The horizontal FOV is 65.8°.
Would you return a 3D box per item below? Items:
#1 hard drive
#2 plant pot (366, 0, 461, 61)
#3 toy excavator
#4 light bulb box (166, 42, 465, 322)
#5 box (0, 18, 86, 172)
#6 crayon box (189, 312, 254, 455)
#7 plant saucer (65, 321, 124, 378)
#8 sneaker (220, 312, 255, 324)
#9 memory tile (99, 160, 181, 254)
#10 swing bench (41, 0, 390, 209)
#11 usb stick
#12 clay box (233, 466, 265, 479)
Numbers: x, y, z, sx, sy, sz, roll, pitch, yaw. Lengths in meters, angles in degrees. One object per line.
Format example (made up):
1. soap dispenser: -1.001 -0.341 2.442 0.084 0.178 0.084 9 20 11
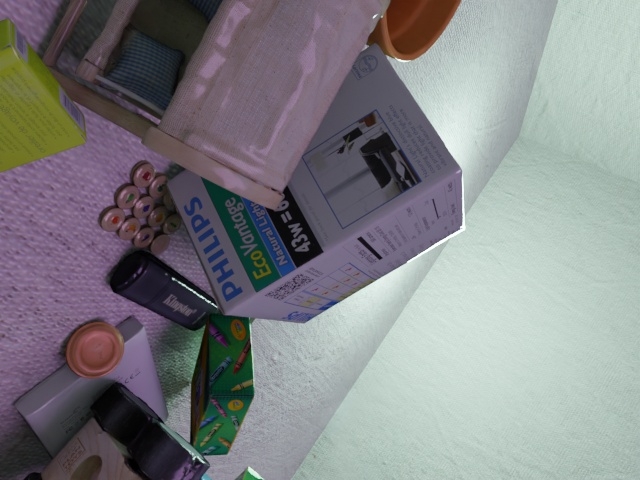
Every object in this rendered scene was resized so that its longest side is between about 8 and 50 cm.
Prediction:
1. hard drive: -0.368 0.293 0.849 0.203 0.040 0.307 -41 151 -38
2. plant pot: 0.085 -0.429 0.697 0.291 0.204 0.290 -44 152 -31
3. toy excavator: -0.275 0.447 0.841 0.222 0.433 0.445 -50 127 -23
4. light bulb box: 0.022 -0.050 0.809 0.361 0.225 0.358 -31 162 9
5. box: -0.308 -0.099 0.410 0.178 0.042 0.109 -21 149 -3
6. crayon box: -0.198 0.287 0.964 0.081 0.165 0.278 5 136 -19
7. plant saucer: -0.333 0.163 0.736 0.084 0.013 0.083 4 84 -42
8. sneaker: -0.156 0.126 1.067 0.192 0.064 0.086 -60 165 2
9. memory tile: -0.248 -0.042 0.725 0.113 0.012 0.148 -57 158 -7
10. swing bench: -0.107 -0.206 0.505 0.253 0.255 0.165 -61 157 4
11. usb stick: -0.253 0.094 0.838 0.077 0.045 0.278 -53 157 -12
12. clay box: -0.207 0.564 0.970 0.222 0.053 0.127 -48 -176 17
